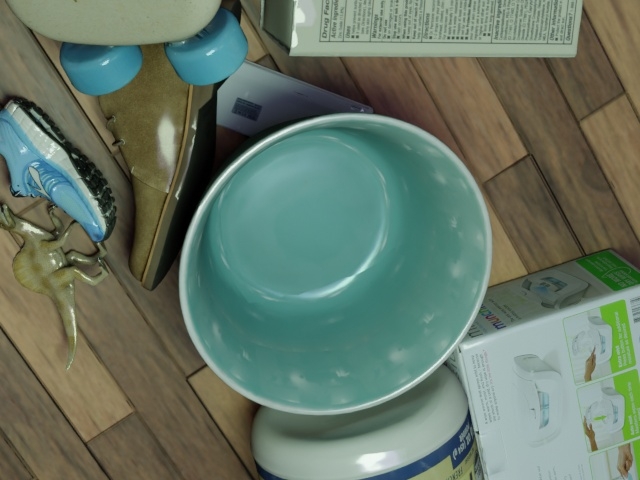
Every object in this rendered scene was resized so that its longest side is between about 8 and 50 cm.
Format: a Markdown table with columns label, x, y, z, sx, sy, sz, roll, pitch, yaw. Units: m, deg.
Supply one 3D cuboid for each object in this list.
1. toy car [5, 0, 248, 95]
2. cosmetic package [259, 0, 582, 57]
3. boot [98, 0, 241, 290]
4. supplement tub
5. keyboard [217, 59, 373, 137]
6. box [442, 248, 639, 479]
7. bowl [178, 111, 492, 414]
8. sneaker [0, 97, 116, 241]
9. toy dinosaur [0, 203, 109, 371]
| label | x | y | z | sx | sy | sz | roll | pitch | yaw |
| --- | --- | --- | --- | --- | --- | --- | --- | --- | --- |
| toy car | -0.162 | -0.292 | 1.552 | 0.210 | 0.238 | 0.219 | -3 | 138 | 24 |
| cosmetic package | 0.099 | -0.263 | 1.687 | 0.296 | 0.129 | 0.153 | 0 | 108 | -17 |
| boot | -0.162 | -0.101 | 1.686 | 0.115 | 0.112 | 0.305 | 14 | 108 | 5 |
| supplement tub | 0.067 | 0.301 | 1.802 | 0.228 | 0.228 | 0.316 | -18 | 111 | -10 |
| keyboard | -0.071 | -0.142 | 1.740 | 0.256 | 0.014 | 0.072 | 19 | 106 | -20 |
| box | 0.257 | 0.176 | 1.872 | 0.231 | 0.127 | 0.262 | -18 | 111 | -10 |
| bowl | 0.000 | 0.000 | 1.716 | 0.312 | 0.163 | 0.311 | -5 | 112 | -12 |
| sneaker | -0.263 | -0.060 | 1.680 | 0.073 | 0.063 | 0.162 | -40 | 92 | 13 |
| toy dinosaur | -0.259 | 0.031 | 1.727 | 0.093 | 0.053 | 0.183 | -23 | 105 | 8 |
